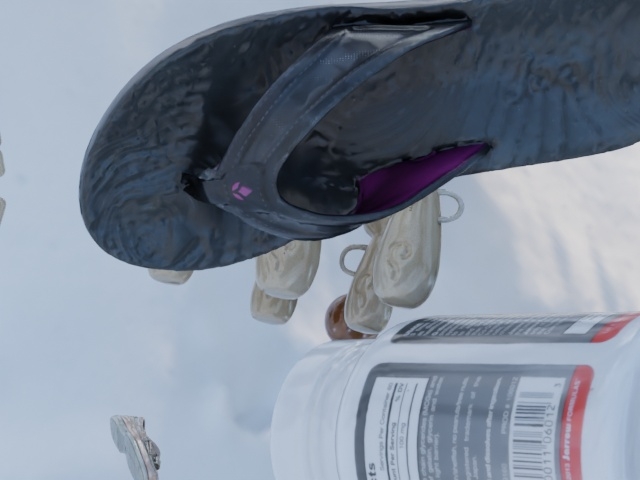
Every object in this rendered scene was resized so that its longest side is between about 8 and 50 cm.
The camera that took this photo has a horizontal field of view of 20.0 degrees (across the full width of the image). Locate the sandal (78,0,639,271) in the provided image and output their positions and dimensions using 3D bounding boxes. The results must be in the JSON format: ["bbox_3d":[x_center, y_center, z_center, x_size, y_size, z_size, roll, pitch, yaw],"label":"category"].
[{"bbox_3d":[0.047,-0.089,1.251,0.107,0.446,0.167,-119,-167,-69],"label":"sandal"}]

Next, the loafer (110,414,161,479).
[{"bbox_3d":[-0.185,0.214,1.887,0.039,0.045,0.125,-9,26,-20],"label":"loafer"}]

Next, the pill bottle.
[{"bbox_3d":[0.144,0.163,1.467,0.210,0.363,0.210,3,86,-45],"label":"pill bottle"}]

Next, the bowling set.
[{"bbox_3d":[0.000,0.000,1.646,0.200,0.287,0.154,56,43,-64],"label":"bowling set"}]

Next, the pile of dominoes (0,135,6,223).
[{"bbox_3d":[-0.442,-0.065,1.827,0.040,0.251,0.196,-69,150,-84],"label":"pile of dominoes"}]
